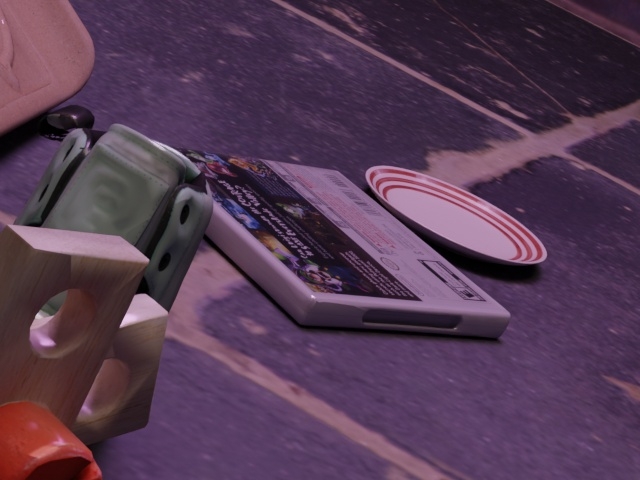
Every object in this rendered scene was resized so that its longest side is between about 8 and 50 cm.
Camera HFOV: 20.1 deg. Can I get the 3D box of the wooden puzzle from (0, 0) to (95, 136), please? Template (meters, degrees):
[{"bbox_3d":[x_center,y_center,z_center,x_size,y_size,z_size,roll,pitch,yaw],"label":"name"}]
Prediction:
[{"bbox_3d":[-0.282,-0.181,0.985,0.322,0.080,0.348,58,18,-6],"label":"wooden puzzle"}]

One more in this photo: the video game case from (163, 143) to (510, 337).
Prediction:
[{"bbox_3d":[0.000,0.000,1.117,0.173,0.022,0.190,7,26,-44],"label":"video game case"}]

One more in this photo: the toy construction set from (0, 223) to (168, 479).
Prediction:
[{"bbox_3d":[-0.149,0.025,0.513,0.151,0.215,0.327,37,1,-39],"label":"toy construction set"}]

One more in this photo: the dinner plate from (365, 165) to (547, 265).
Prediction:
[{"bbox_3d":[0.094,-0.014,1.281,0.141,0.017,0.141,22,19,-8],"label":"dinner plate"}]

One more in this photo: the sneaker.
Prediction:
[{"bbox_3d":[-0.117,0.028,0.679,0.094,0.151,0.256,27,19,4],"label":"sneaker"}]
